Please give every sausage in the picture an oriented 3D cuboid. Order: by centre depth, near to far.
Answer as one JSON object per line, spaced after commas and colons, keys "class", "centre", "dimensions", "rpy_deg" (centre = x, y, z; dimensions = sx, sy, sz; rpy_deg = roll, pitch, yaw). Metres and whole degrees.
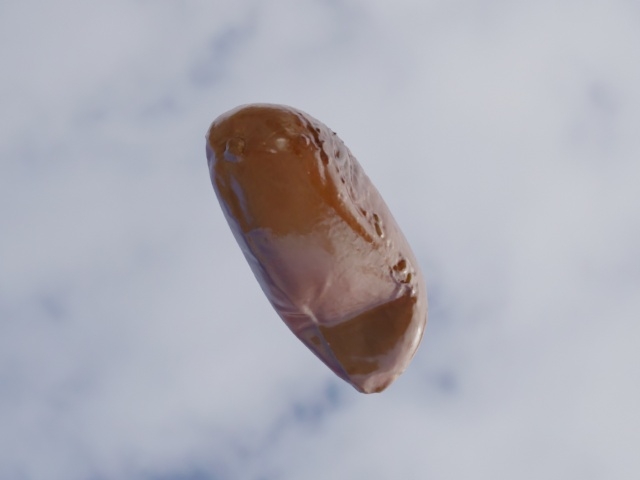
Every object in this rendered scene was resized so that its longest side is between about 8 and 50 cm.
{"class": "sausage", "centre": [0.000, 0.000, 1.111], "dimensions": [0.089, 0.179, 0.089], "rpy_deg": [-26, -160, 10]}
